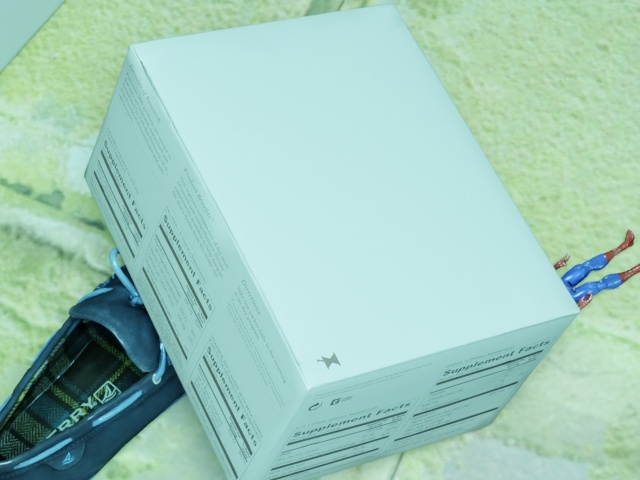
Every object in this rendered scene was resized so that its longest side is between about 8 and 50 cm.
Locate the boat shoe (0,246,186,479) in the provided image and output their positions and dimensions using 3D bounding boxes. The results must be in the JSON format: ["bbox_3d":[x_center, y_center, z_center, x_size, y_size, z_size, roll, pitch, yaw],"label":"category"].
[{"bbox_3d":[-0.128,0.077,1.143,0.109,0.089,0.258,28,71,17],"label":"boat shoe"}]

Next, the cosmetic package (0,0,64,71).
[{"bbox_3d":[-0.261,-0.312,1.299,0.230,0.161,0.453,34,73,19],"label":"cosmetic package"}]

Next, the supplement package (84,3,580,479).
[{"bbox_3d":[0.000,0.000,1.094,0.204,0.145,0.262,-13,62,-30],"label":"supplement package"}]

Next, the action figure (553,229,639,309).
[{"bbox_3d":[0.172,0.033,1.164,0.115,0.030,0.038,-31,71,-6],"label":"action figure"}]
